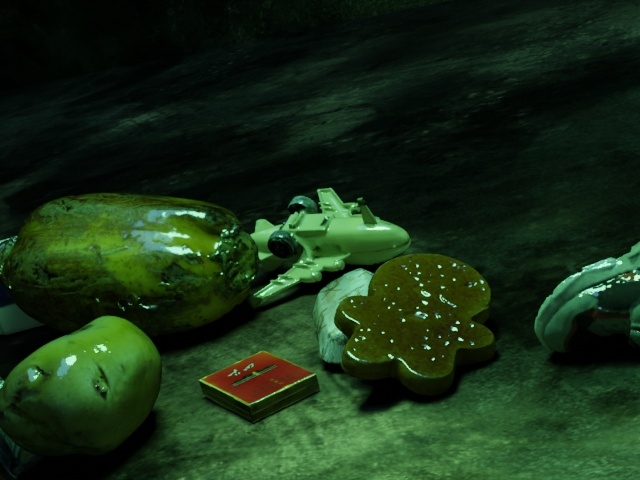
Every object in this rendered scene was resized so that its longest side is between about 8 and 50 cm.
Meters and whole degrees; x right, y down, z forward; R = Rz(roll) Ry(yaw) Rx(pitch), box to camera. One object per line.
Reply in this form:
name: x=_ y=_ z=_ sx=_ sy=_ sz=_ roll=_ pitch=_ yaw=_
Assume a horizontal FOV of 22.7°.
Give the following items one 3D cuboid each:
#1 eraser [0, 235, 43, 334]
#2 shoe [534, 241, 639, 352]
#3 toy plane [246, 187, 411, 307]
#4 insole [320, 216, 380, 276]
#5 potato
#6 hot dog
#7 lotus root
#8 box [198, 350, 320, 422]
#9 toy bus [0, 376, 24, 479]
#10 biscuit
eraser: x=-0.383 y=0.046 z=2.278 sx=0.279 sy=0.124 sz=0.081 roll=-15 pitch=16 yaw=2
shoe: x=0.331 y=0.074 z=1.618 sx=0.227 sy=0.125 sz=0.099 roll=-34 pitch=-28 yaw=24
toy plane: x=0.000 y=0.000 z=2.121 sx=0.256 sy=0.104 sz=0.242 roll=-12 pitch=31 yaw=36
insole: x=0.021 y=0.010 z=2.225 sx=0.080 sy=0.003 sz=0.232 roll=-7 pitch=19 yaw=28
potato: x=-0.259 y=0.162 z=1.764 sx=0.155 sy=0.137 sz=0.200 roll=7 pitch=19 yaw=31
hot dog: x=0.042 y=0.089 z=1.864 sx=0.108 sy=0.059 sz=0.191 roll=-29 pitch=20 yaw=5
lotus root: x=-0.264 y=0.031 z=2.102 sx=0.398 sy=0.179 sz=0.196 roll=0 pitch=41 yaw=30
box: x=-0.069 y=0.162 z=1.793 sx=0.090 sy=0.023 sz=0.133 roll=-21 pitch=18 yaw=-23
toy bus: x=-0.378 y=0.223 z=1.801 sx=0.077 sy=0.079 sz=0.174 roll=-24 pitch=17 yaw=4
biscuit: x=0.108 y=0.088 z=1.747 sx=0.180 sy=0.039 sz=0.236 roll=13 pitch=36 yaw=14
